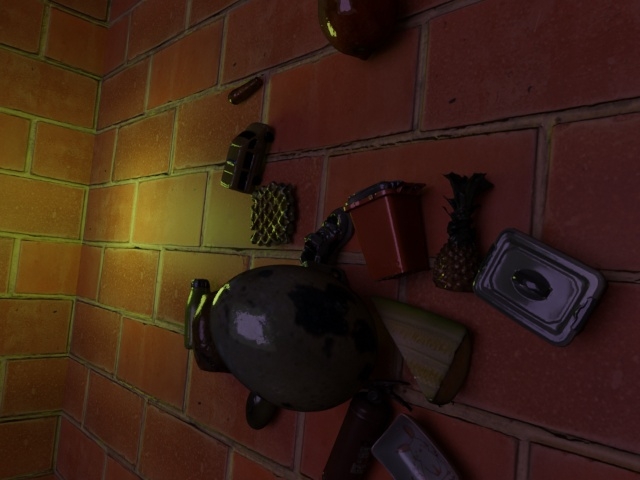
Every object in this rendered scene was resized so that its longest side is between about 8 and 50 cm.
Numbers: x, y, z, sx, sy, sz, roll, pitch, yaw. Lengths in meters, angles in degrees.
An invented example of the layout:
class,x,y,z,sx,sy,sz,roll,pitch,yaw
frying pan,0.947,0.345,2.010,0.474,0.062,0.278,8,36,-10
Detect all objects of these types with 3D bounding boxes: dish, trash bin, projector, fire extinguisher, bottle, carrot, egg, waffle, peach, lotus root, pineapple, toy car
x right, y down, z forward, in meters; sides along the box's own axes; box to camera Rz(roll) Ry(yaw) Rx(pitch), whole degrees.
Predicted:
class,x,y,z,sx,sy,sz,roll,pitch,yaw
dish,0.236,0.520,1.151,0.212,0.077,0.151,48,118,35
trash bin,0.185,-0.025,1.242,0.184,0.161,0.238,-23,75,41
projector,-0.014,0.113,1.414,0.115,0.147,0.061,-38,51,35
fire extinguisher,0.125,0.489,1.263,0.147,0.106,0.336,23,102,13
bottle,-0.451,0.274,1.857,0.112,0.112,0.260,-12,76,44
carrot,-0.282,-0.562,1.863,0.162,0.055,0.055,-19,70,35
egg,-0.065,0.230,1.229,0.345,0.428,0.345,-61,3,6
waffle,-0.156,-0.089,1.657,0.204,0.054,0.223,-5,82,45
peach,0.106,-0.618,1.368,0.233,0.256,0.232,-15,38,12
lotus root,-0.368,0.315,1.724,0.193,0.193,0.290,-10,77,44
pineapple,0.326,-0.022,1.126,0.119,0.130,0.277,-177,92,-75
toy car,-0.261,-0.295,1.745,0.101,0.124,0.256,25,103,43

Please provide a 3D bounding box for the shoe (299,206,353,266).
class,x,y,z,sx,sy,sz,roll,pitch,yaw
shoe,0.000,0.001,1.438,0.099,0.126,0.227,41,114,44

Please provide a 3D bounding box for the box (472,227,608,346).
class,x,y,z,sx,sy,sz,roll,pitch,yaw
box,0.434,0.089,0.982,0.227,0.130,0.162,36,109,41

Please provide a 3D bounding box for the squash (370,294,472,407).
class,x,y,z,sx,sy,sz,roll,pitch,yaw
squash,0.207,0.267,1.189,0.289,0.111,0.203,12,59,42

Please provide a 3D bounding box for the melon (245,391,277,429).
class,x,y,z,sx,sy,sz,roll,pitch,yaw
melon,-0.186,0.521,1.565,0.099,0.099,0.162,31,107,43
